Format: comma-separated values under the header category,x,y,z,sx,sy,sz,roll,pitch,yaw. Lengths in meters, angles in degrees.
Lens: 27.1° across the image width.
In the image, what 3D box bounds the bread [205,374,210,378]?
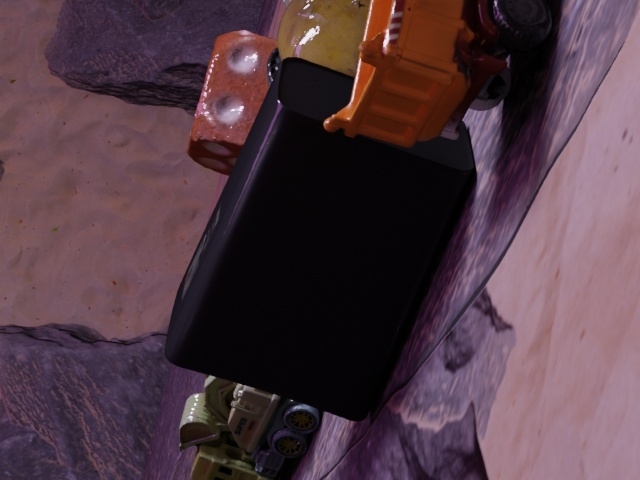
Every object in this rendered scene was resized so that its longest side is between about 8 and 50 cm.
category,x,y,z,sx,sy,sz,roll,pitch,yaw
bread,-0.101,0.095,1.752,0.077,0.084,0.367,-27,-18,-27

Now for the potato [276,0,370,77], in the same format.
category,x,y,z,sx,sy,sz,roll,pitch,yaw
potato,0.023,-0.207,1.372,0.176,0.137,0.137,-93,21,-62

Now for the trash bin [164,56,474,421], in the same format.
category,x,y,z,sx,sy,sz,roll,pitch,yaw
trash bin,0.000,0.000,0.988,0.115,0.165,0.225,-85,17,-58

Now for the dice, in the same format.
category,x,y,z,sx,sy,sz,roll,pitch,yaw
dice,-0.088,-0.186,1.897,0.175,0.179,0.174,119,165,-74

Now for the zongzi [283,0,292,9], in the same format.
category,x,y,z,sx,sy,sz,roll,pitch,yaw
zongzi,0.017,-0.431,1.925,0.256,0.115,0.228,-78,3,-71

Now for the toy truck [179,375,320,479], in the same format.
category,x,y,z,sx,sy,sz,roll,pitch,yaw
toy truck,-0.072,0.172,1.273,0.085,0.116,0.191,-81,11,-49

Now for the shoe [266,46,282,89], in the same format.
category,x,y,z,sx,sy,sz,roll,pitch,yaw
shoe,-0.022,-0.137,1.454,0.077,0.074,0.194,104,159,-46

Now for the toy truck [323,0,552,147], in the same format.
category,x,y,z,sx,sy,sz,roll,pitch,yaw
toy truck,0.084,-0.193,0.890,0.114,0.135,0.270,120,164,-61
